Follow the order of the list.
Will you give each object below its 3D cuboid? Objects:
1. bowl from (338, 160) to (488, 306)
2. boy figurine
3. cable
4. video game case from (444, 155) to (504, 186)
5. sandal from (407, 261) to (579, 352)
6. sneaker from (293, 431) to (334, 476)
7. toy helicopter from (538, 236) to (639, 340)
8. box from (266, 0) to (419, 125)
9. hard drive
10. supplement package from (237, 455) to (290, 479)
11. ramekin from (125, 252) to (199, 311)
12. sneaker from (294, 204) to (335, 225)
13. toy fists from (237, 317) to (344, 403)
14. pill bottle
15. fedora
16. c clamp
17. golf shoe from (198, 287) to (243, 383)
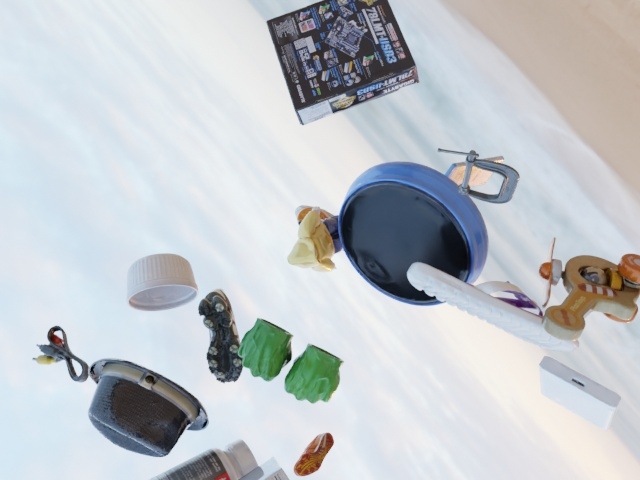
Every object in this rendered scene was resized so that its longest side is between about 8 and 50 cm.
[{"bbox_3d":[0.216,-0.006,1.845,0.391,0.391,0.077,49,-135,-5],"label":"bowl"},{"bbox_3d":[0.000,0.000,1.952,0.285,0.092,0.177,-25,-76,-63],"label":"boy figurine"},{"bbox_3d":[-0.831,0.374,2.453,0.287,0.139,0.072,17,160,31],"label":"cable"},{"bbox_3d":[0.397,-0.177,1.999,0.015,0.166,0.119,66,151,24],"label":"video game case"},{"bbox_3d":[0.400,0.130,1.684,0.416,0.102,0.169,25,169,3],"label":"sandal"},{"bbox_3d":[-0.024,0.613,2.120,0.175,0.067,0.064,-34,-87,-50],"label":"sneaker"},{"bbox_3d":[0.557,0.111,1.613,0.235,0.140,0.355,30,-144,25],"label":"toy helicopter"},{"bbox_3d":[0.047,-0.445,1.758,0.073,0.293,0.295,66,-174,-62],"label":"box"},{"bbox_3d":[0.672,0.403,1.955,0.203,0.040,0.307,29,167,26],"label":"hard drive"},{"bbox_3d":[-0.151,0.655,1.813,0.149,0.203,0.194,59,168,2],"label":"supplement package"},{"bbox_3d":[-0.460,0.118,2.156,0.207,0.207,0.109,36,-143,-61],"label":"ramekin"},{"bbox_3d":[0.035,-0.049,2.361,0.262,0.099,0.121,28,-170,-22],"label":"sneaker"},{"bbox_3d":[-0.080,0.318,1.934,0.279,0.142,0.096,27,179,7],"label":"toy fists"},{"bbox_3d":[-0.307,0.647,1.967,0.161,0.283,0.161,44,145,41],"label":"pill bottle"},{"bbox_3d":[-0.454,0.437,1.868,0.334,0.334,0.152,46,-130,-27],"label":"fedora"},{"bbox_3d":[0.271,-0.110,1.283,0.137,0.022,0.160,11,157,15],"label":"c clamp"},{"bbox_3d":[-0.264,0.264,2.084,0.120,0.105,0.273,-75,-21,-71],"label":"golf shoe"}]
